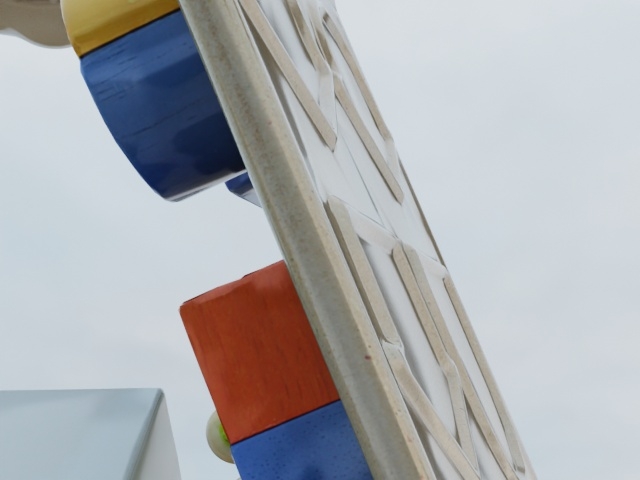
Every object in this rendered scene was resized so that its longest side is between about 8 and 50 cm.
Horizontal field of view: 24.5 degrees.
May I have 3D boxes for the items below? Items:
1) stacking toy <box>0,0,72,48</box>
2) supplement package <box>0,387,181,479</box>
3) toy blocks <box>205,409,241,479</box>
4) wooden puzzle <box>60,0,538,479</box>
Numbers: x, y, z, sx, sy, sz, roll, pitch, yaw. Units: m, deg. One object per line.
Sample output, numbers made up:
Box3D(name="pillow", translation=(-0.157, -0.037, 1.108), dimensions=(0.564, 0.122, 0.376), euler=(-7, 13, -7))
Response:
Box3D(name="stacking toy", translation=(-0.249, -0.427, 1.311), dimensions=(0.351, 0.480, 0.350), euler=(5, -2, 0))
Box3D(name="supplement package", translation=(-0.192, 0.192, 0.567), dimensions=(0.263, 0.199, 0.198), euler=(-1, -60, 9))
Box3D(name="toy blocks", translation=(-0.043, 0.171, 1.169), dimensions=(0.054, 0.123, 0.148), euler=(8, -22, -22))
Box3D(name="wooden puzzle", translation=(0.000, 0.000, 0.574), dimensions=(0.080, 0.348, 0.322), euler=(-19, -10, 10))
